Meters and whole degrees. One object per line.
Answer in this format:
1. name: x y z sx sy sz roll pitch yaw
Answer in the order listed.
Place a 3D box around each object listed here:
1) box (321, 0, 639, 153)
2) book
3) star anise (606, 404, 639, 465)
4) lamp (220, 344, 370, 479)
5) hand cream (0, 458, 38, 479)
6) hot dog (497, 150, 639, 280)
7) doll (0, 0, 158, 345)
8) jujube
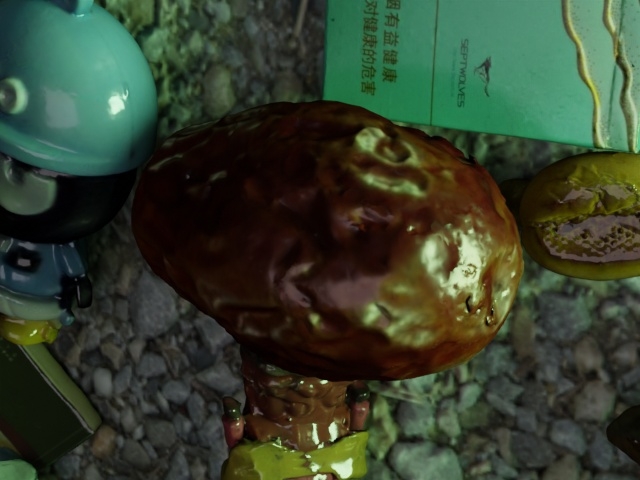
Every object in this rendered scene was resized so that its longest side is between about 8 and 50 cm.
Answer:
1. box: 0.114 -0.154 0.879 0.229 0.041 0.162 9 112 20
2. book: -0.353 0.160 1.192 0.289 0.026 0.201 -37 94 28
3. star anise: 0.342 0.146 0.856 0.315 0.108 0.315 6 107 21
4. lamp: -0.021 0.186 1.021 0.118 0.118 0.253 8 114 20
5. hand cream: -0.271 0.291 1.187 0.078 0.050 0.204 9 125 17
6. hot dog: 0.187 -0.017 0.891 0.140 0.060 0.089 -9 100 18
7. doll: -0.215 -0.064 0.992 0.177 0.141 0.314 36 124 28
8. jujube: 0.000 0.000 0.901 0.290 0.197 0.197 13 113 35
